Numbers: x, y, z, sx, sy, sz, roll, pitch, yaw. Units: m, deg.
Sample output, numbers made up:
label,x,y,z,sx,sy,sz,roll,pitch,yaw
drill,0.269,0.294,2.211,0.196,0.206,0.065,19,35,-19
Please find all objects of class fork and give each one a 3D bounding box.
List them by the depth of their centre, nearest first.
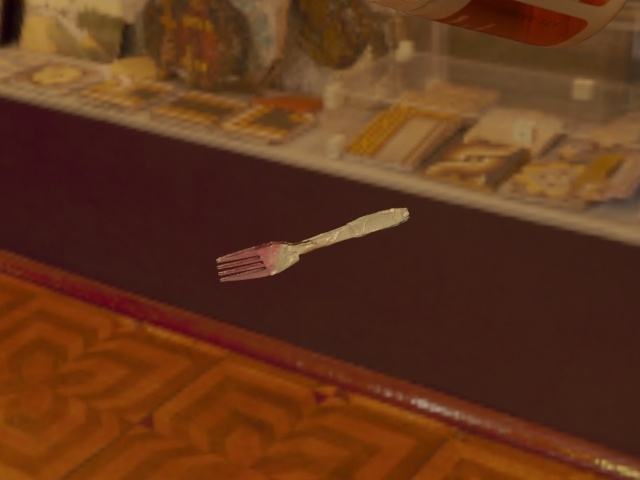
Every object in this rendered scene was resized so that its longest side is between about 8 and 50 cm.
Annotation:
label,x,y,z,sx,sy,sz,roll,pitch,yaw
fork,0.001,0.000,0.601,0.115,0.016,0.012,-16,22,-32

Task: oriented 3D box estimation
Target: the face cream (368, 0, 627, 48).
label,x,y,z,sx,sy,sz,roll,pitch,yaw
face cream,0.139,-0.265,0.956,0.187,0.201,0.201,9,21,-26
